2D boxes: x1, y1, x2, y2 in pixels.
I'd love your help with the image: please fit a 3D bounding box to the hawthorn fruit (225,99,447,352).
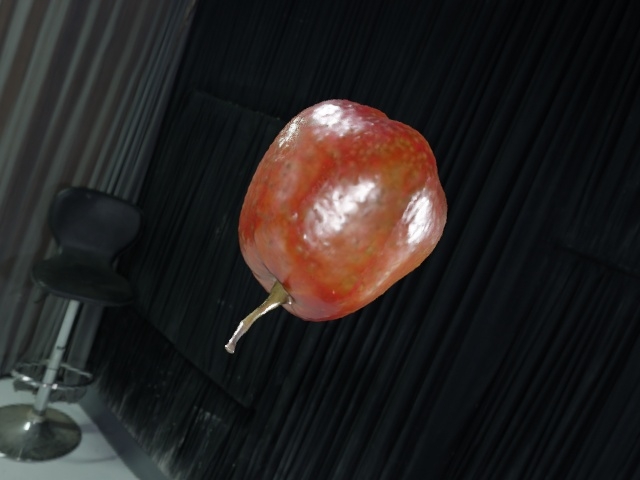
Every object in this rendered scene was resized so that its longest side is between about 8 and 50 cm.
[{"bbox_3d":[0.000,0.000,0.395,0.163,0.203,0.162,36,-11,8],"label":"hawthorn fruit"}]
